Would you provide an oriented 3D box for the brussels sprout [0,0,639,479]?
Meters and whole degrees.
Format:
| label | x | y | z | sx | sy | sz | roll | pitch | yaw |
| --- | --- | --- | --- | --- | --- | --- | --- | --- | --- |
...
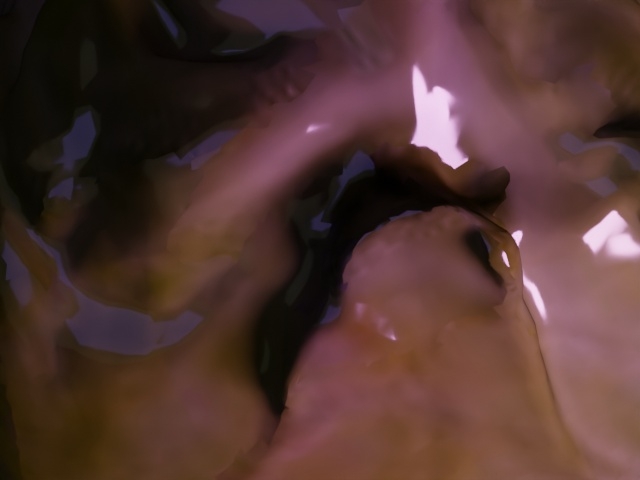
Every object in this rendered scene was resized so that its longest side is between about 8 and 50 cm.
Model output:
| label | x | y | z | sx | sy | sz | roll | pitch | yaw |
| --- | --- | --- | --- | --- | --- | --- | --- | --- | --- |
| brussels sprout | 0.000 | 0.000 | 0.609 | 0.328 | 0.328 | 0.247 | -49 | 34 | 30 |
